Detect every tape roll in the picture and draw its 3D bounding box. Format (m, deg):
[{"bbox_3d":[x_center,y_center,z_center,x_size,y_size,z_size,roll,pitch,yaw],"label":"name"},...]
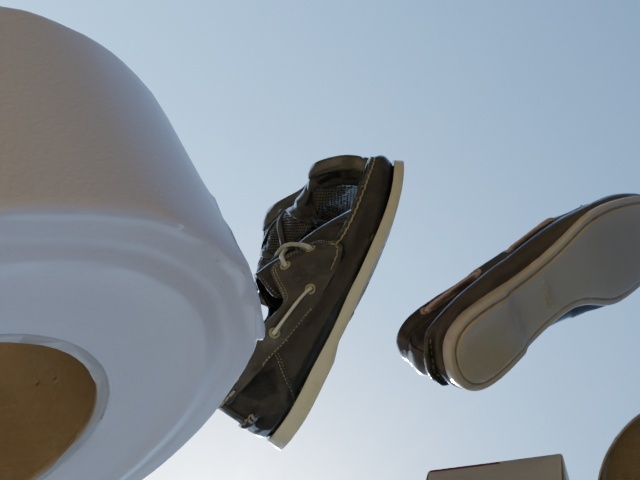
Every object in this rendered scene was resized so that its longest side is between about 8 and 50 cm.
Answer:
[{"bbox_3d":[-0.168,0.044,0.460,0.286,0.286,0.100,-55,-126,36],"label":"tape roll"}]

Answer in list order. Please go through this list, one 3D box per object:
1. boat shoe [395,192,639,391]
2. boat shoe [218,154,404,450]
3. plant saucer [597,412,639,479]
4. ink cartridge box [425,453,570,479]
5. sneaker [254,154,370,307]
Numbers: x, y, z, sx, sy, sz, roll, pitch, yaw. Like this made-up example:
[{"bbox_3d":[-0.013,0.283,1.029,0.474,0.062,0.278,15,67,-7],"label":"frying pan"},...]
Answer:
[{"bbox_3d":[0.215,0.036,1.175,0.095,0.335,0.112,14,-53,52],"label":"boat shoe"},{"bbox_3d":[-0.006,0.029,0.842,0.233,0.079,0.084,-62,179,-20],"label":"boat shoe"},{"bbox_3d":[0.337,0.221,1.134,0.029,0.168,0.168,-132,-126,-67],"label":"plant saucer"},{"bbox_3d":[0.175,0.287,1.067,0.072,0.127,0.175,-75,150,-56],"label":"ink cartridge box"},{"bbox_3d":[0.000,0.000,1.191,0.227,0.087,0.130,-35,-138,55],"label":"sneaker"}]
